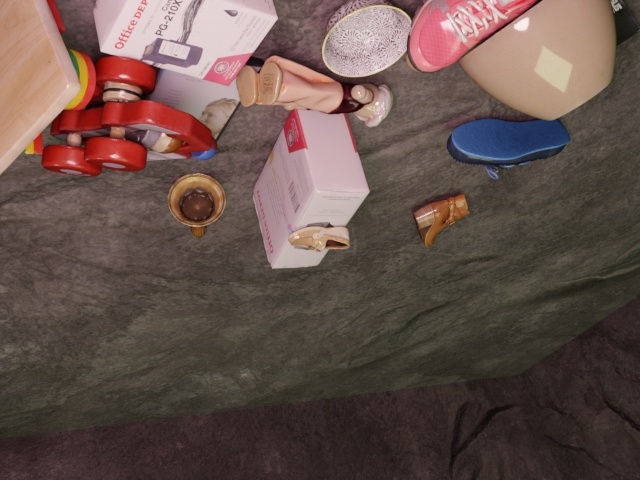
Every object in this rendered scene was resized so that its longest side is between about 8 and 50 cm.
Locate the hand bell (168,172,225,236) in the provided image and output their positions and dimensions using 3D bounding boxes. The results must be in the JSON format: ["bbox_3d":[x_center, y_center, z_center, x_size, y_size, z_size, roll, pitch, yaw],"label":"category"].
[{"bbox_3d":[-0.290,-0.054,1.721,0.126,0.126,0.242,-10,164,-12],"label":"hand bell"}]

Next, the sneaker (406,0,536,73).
[{"bbox_3d":[0.278,-0.405,1.236,0.314,0.136,0.116,-40,109,-2],"label":"sneaker"}]

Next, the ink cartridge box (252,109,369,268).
[{"bbox_3d":[-0.031,-0.110,1.597,0.131,0.226,0.306,-2,150,-24],"label":"ink cartridge box"}]

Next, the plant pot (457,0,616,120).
[{"bbox_3d":[0.421,-0.333,1.333,0.284,0.191,0.284,-35,-176,3],"label":"plant pot"}]

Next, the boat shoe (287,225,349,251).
[{"bbox_3d":[0.000,0.000,1.522,0.135,0.045,0.050,-5,150,-19],"label":"boat shoe"}]

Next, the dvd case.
[{"bbox_3d":[-0.240,-0.272,1.406,0.180,0.022,0.253,4,146,-33],"label":"dvd case"}]

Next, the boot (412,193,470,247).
[{"bbox_3d":[0.349,-0.054,2.070,0.152,0.073,0.197,-23,154,3],"label":"boot"}]

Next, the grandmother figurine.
[{"bbox_3d":[0.018,-0.283,1.417,0.342,0.104,0.208,-2,-166,-44],"label":"grandmother figurine"}]

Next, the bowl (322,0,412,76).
[{"bbox_3d":[0.075,-0.382,1.315,0.170,0.080,0.170,-13,152,-7],"label":"bowl"}]

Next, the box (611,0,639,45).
[{"bbox_3d":[0.546,-0.435,1.514,0.184,0.045,0.190,-30,150,28],"label":"box"}]

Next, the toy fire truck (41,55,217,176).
[{"bbox_3d":[-0.320,-0.191,1.277,0.302,0.169,0.254,0,173,38],"label":"toy fire truck"}]

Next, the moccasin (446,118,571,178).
[{"bbox_3d":[0.450,-0.213,1.768,0.342,0.138,0.117,-3,154,-23],"label":"moccasin"}]

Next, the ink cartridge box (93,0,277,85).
[{"bbox_3d":[-0.218,-0.362,1.170,0.237,0.100,0.172,7,144,-37],"label":"ink cartridge box"}]

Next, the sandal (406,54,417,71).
[{"bbox_3d":[0.231,-0.416,1.343,0.088,0.079,0.240,36,94,-27],"label":"sandal"}]

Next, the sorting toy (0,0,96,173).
[{"bbox_3d":[-0.454,-0.253,1.096,0.257,0.255,0.089,-34,163,29],"label":"sorting toy"}]
